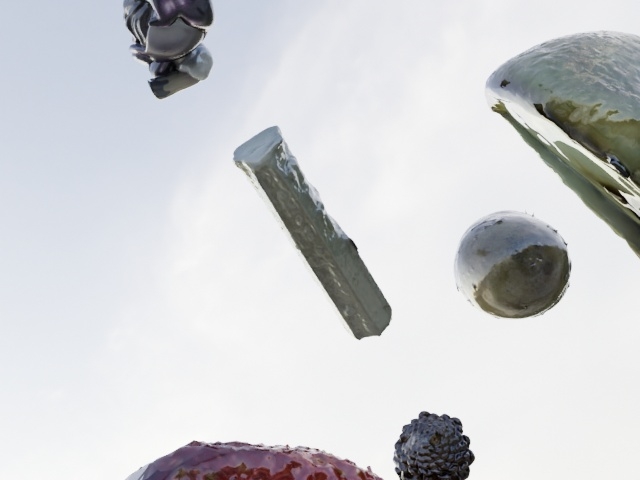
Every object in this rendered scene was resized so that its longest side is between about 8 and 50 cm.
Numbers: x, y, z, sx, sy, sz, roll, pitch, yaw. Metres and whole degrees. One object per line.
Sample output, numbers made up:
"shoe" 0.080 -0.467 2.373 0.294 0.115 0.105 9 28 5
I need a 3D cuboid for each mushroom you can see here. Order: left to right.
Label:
"mushroom" 0.319 -0.102 0.906 0.212 0.292 0.217 -31 -10 0

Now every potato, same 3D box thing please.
"potato" 0.266 0.032 1.300 0.165 0.165 0.262 -34 -11 15

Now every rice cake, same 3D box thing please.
"rice cake" 0.000 0.000 0.926 0.057 0.052 0.256 -46 -56 -21

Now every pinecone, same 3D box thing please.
"pinecone" 0.105 0.202 0.868 0.077 0.077 0.083 -19 -36 -6

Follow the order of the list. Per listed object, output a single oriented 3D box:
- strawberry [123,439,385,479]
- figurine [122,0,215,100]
"strawberry" -0.052 0.274 0.719 0.288 0.250 0.238 43 -33 -24
"figurine" -0.212 -0.307 1.333 0.145 0.145 0.222 -19 -31 -5
